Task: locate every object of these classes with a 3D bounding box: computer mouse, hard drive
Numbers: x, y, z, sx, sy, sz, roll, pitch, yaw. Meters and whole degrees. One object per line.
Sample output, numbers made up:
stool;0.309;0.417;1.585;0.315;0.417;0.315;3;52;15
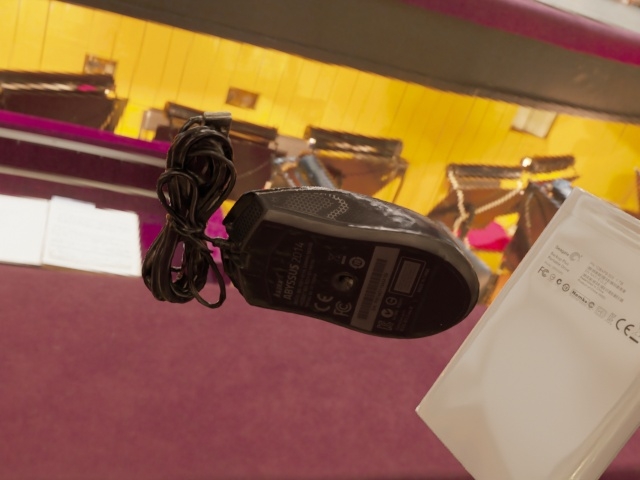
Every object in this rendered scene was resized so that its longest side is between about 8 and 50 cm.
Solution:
computer mouse;0.000;0.000;0.636;0.272;0.188;0.072;16;39;-6
hard drive;0.283;0.134;0.895;0.047;0.353;0.233;27;11;-38
